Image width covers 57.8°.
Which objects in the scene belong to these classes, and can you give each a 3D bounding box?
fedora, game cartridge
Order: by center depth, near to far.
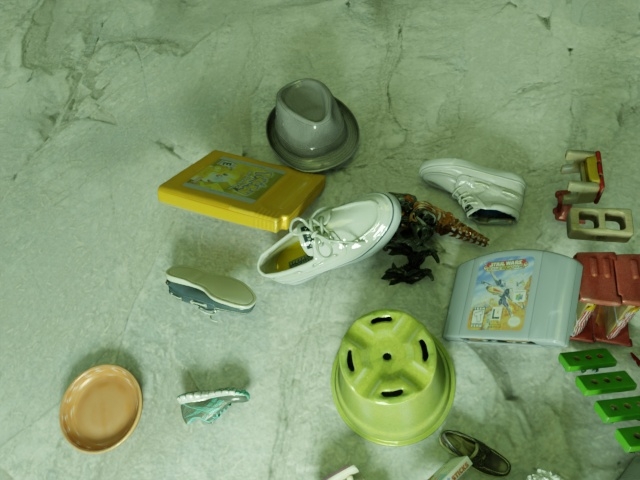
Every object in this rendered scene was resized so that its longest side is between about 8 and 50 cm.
[{"bbox_3d":[0.386,0.117,1.198,0.062,0.297,0.198,22,72,-30],"label":"game cartridge"},{"bbox_3d":[-0.183,-0.130,1.422,0.323,0.053,0.285,13,31,15],"label":"game cartridge"},{"bbox_3d":[-0.027,-0.323,1.511,0.243,0.124,0.275,-19,57,-6],"label":"fedora"}]

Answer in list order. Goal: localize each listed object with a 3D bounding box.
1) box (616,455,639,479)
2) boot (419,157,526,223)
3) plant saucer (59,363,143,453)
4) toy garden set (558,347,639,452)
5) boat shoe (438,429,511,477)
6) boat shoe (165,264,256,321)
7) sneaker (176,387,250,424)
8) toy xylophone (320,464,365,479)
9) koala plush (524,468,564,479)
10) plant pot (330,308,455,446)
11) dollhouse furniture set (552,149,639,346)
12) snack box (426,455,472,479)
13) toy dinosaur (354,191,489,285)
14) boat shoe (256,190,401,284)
[{"bbox_3d":[0.516,0.506,1.010,0.322,0.232,0.058,-44,66,-10],"label":"box"},{"bbox_3d":[0.356,-0.114,1.387,0.258,0.095,0.123,11,62,13],"label":"boot"},{"bbox_3d":[-0.501,0.388,1.338,0.199,0.037,0.200,-3,66,7],"label":"plant saucer"},{"bbox_3d":[0.621,0.312,1.141,0.203,0.049,0.244,-4,32,-8],"label":"toy garden set"},{"bbox_3d":[0.313,0.433,1.176,0.152,0.049,0.056,21,70,17],"label":"boat shoe"},{"bbox_3d":[-0.264,0.131,1.379,0.254,0.079,0.095,14,28,20],"label":"boat shoe"},{"bbox_3d":[-0.236,0.372,1.297,0.166,0.065,0.076,-9,81,9],"label":"sneaker"},{"bbox_3d":[0.070,0.620,1.115,0.236,0.081,0.323,-37,65,-7],"label":"toy xylophone"},{"bbox_3d":[0.353,0.522,1.061,0.221,0.196,0.203,-19,21,-5],"label":"koala plush"},{"bbox_3d":[0.141,0.260,1.170,0.276,0.254,0.276,-3,65,7],"label":"plant pot"},{"bbox_3d":[0.598,0.012,1.245,0.152,0.201,0.374,3,60,11],"label":"dollhouse furniture set"},{"bbox_3d":[0.218,0.481,1.123,0.178,0.064,0.022,-28,81,-32],"label":"snack box"},{"bbox_3d":[0.219,-0.029,1.353,0.321,0.164,0.218,-4,49,26],"label":"toy dinosaur"},{"bbox_3d":[-0.003,-0.007,1.277,0.367,0.156,0.136,-26,68,32],"label":"boat shoe"}]
